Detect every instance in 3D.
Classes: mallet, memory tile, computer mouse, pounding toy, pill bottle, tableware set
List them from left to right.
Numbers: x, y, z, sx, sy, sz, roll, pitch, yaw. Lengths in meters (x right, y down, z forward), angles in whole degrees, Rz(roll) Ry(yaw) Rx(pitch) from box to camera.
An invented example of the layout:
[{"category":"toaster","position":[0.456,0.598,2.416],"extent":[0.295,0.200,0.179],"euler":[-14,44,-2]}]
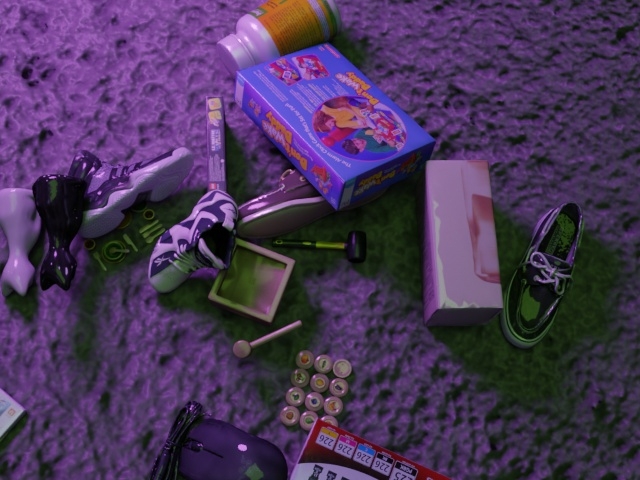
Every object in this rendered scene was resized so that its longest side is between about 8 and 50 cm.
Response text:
[{"category":"tableware set","position":[-0.393,-0.020,1.589],"extent":[0.154,0.024,0.104],"euler":[-35,77,-13]},{"category":"computer mouse","position":[-0.182,0.377,1.377],"extent":[0.272,0.072,0.188],"euler":[7,63,33]},{"category":"pounding toy","position":[-0.119,0.127,1.525],"extent":[0.181,0.094,0.206],"euler":[21,78,0]},{"category":"pill bottle","position":[-0.089,-0.432,1.687],"extent":[0.246,0.136,0.136],"euler":[-35,77,-14]},{"category":"memory tile","position":[-0.007,0.286,1.517],"extent":[0.113,0.012,0.148],"euler":[15,71,1]},{"category":"mallet","position":[0.000,0.000,1.605],"extent":[0.190,0.039,0.062],"euler":[10,71,4]}]

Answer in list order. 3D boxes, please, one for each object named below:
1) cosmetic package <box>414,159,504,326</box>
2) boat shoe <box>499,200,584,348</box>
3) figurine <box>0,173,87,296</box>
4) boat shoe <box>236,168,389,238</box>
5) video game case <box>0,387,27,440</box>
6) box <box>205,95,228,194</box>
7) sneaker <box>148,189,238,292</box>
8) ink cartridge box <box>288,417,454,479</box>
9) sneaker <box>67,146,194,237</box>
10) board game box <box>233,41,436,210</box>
[{"category":"cosmetic package","position":[0.263,0.007,1.557],"extent":[0.129,0.153,0.296],"euler":[0,73,-3]},{"category":"boat shoe","position":[0.444,0.062,1.573],"extent":[0.113,0.105,0.306],"euler":[29,72,6]},{"category":"figurine","position":[-0.529,0.000,1.501],"extent":[0.215,0.092,0.209],"euler":[-10,76,37]},{"category":"boat shoe","position":[-0.025,-0.095,1.594],"extent":[0.325,0.116,0.096],"euler":[-20,69,-14]},{"category":"video game case","position":[-0.671,0.319,1.458],"extent":[0.201,0.023,0.183],"euler":[37,73,9]},{"category":"box","position":[-0.206,-0.170,1.604],"extent":[0.036,0.114,0.206],"euler":[-2,72,-5]},{"category":"sneaker","position":[-0.233,0.028,1.481],"extent":[0.235,0.153,0.094],"euler":[-43,117,9]},{"category":"ink cartridge box","position":[0.074,0.499,1.366],"extent":[0.310,0.130,0.271],"euler":[23,62,5]},{"category":"sneaker","position":[-0.390,-0.132,1.576],"extent":[0.269,0.101,0.153],"euler":[-35,68,-12]},{"category":"board game box","position":[0.022,-0.237,1.585],"extent":[0.233,0.078,0.347],"euler":[-26,59,-29]}]
